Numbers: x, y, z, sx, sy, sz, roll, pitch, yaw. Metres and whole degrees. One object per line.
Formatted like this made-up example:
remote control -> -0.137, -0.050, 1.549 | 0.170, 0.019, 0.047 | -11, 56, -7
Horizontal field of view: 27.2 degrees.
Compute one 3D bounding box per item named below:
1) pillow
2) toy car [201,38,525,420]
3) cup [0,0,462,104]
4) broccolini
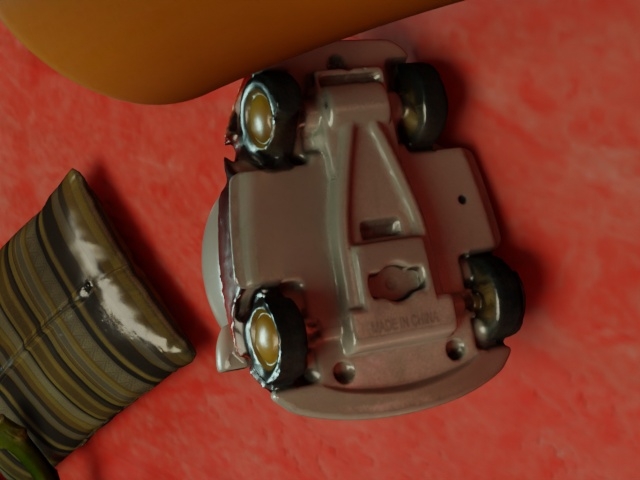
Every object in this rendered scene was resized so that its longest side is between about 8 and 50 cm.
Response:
pillow -> -0.146, 0.056, 0.697 | 0.113, 0.038, 0.203 | 55, 134, 6
toy car -> 0.000, 0.000, 0.510 | 0.112, 0.112, 0.139 | -20, 79, 61
cup -> 0.016, -0.159, 0.371 | 0.264, 0.182, 0.226 | -20, 58, 42
broccolini -> -0.129, 0.174, 0.722 | 0.194, 0.054, 0.052 | 58, 173, -10
